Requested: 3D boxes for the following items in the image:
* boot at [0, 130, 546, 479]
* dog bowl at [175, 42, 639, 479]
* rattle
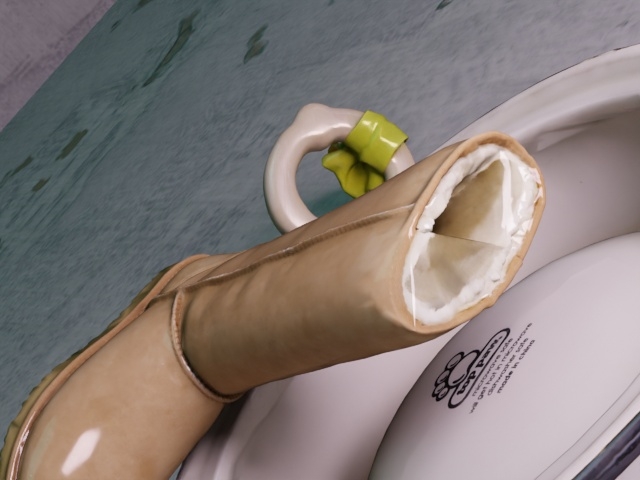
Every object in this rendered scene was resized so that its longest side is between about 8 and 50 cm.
[{"bbox_3d":[-0.035,0.058,0.936,0.269,0.089,0.236,-20,32,48],"label":"boot"},{"bbox_3d":[0.112,0.088,0.935,0.408,0.150,0.408,-39,21,18],"label":"dog bowl"},{"bbox_3d":[0.000,0.000,1.454,0.143,0.130,0.200,150,131,-62],"label":"rattle"}]
